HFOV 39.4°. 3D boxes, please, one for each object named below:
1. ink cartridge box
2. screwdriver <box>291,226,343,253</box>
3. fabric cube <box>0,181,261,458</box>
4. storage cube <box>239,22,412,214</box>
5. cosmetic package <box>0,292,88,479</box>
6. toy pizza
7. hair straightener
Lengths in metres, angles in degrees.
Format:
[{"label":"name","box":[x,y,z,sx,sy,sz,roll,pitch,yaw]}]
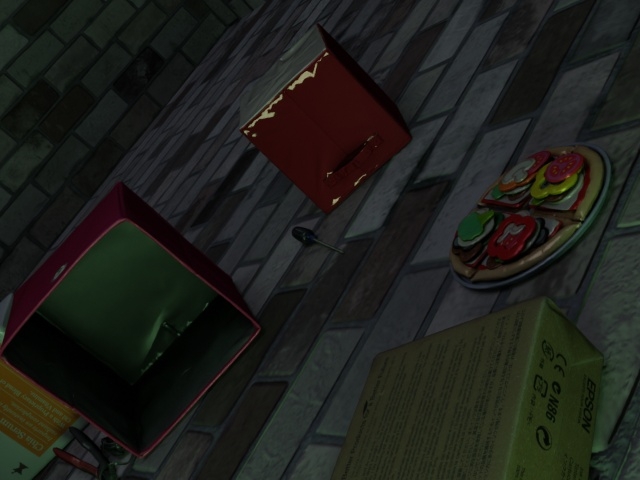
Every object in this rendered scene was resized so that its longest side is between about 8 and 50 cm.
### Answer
[{"label":"ink cartridge box","box":[0.101,0.176,0.681,0.193,0.088,0.235,-28,28,44]},{"label":"screwdriver","box":[0.000,0.000,1.301,0.025,0.024,0.170,-23,19,-24]},{"label":"fabric cube","box":[-0.279,0.103,1.308,0.254,0.259,0.258,-47,20,2]},{"label":"storage cube","box":[0.001,-0.194,1.400,0.183,0.193,0.215,-41,22,14]},{"label":"cosmetic package","box":[-0.608,0.340,1.555,0.453,0.230,0.161,-45,21,6]},{"label":"toy pizza","box":[0.209,-0.033,0.931,0.201,0.032,0.201,-39,22,19]},{"label":"hair straightener","box":[-0.331,0.306,1.336,0.089,0.047,0.230,-55,23,-21]}]
